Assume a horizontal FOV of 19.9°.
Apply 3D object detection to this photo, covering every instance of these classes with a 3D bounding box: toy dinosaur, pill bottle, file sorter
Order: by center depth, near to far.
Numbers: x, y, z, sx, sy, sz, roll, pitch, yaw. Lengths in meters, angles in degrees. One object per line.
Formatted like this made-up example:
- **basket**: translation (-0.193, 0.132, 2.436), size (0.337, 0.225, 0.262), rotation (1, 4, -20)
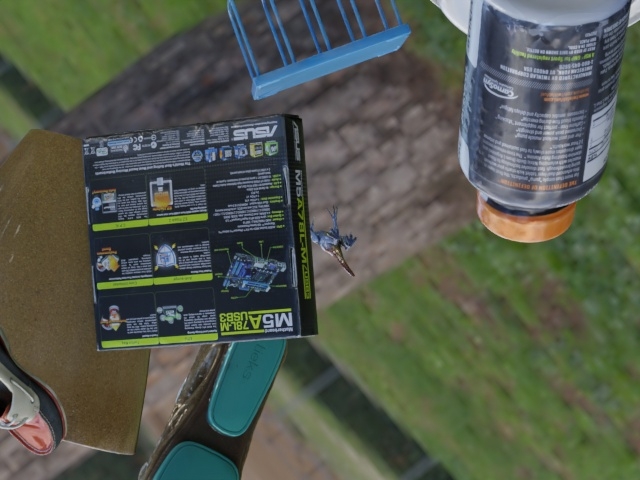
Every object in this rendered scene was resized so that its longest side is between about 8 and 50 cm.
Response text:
- **pill bottle**: translation (0.182, -0.116, 1.530), size (0.130, 0.130, 0.245), rotation (44, 146, 39)
- **file sorter**: translation (-0.007, -0.230, 1.934), size (0.118, 0.170, 0.104), rotation (139, 110, -86)
- **toy dinosaur**: translation (0.000, 0.000, 2.052), size (0.082, 0.047, 0.090), rotation (-15, 72, 56)

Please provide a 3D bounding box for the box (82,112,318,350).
- **box**: translation (-0.101, -0.005, 1.513), size (0.045, 0.191, 0.184), rotation (-5, -91, -68)

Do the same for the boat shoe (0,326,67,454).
- **boat shoe**: translation (-0.223, 0.107, 1.280), size (0.043, 0.049, 0.137), rotation (-81, -29, -49)

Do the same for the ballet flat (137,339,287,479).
- **ballet flat**: translation (-0.145, 0.231, 2.093), size (0.116, 0.342, 0.124), rotation (30, 158, -25)

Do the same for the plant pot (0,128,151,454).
- **plant pot**: translation (-0.244, 0.037, 1.640), size (0.237, 0.254, 0.237), rotation (16, 175, 2)

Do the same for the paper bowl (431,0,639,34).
- **paper bowl**: translation (0.225, -0.304, 1.915), size (0.284, 0.148, 0.284), rotation (9, 150, 5)
